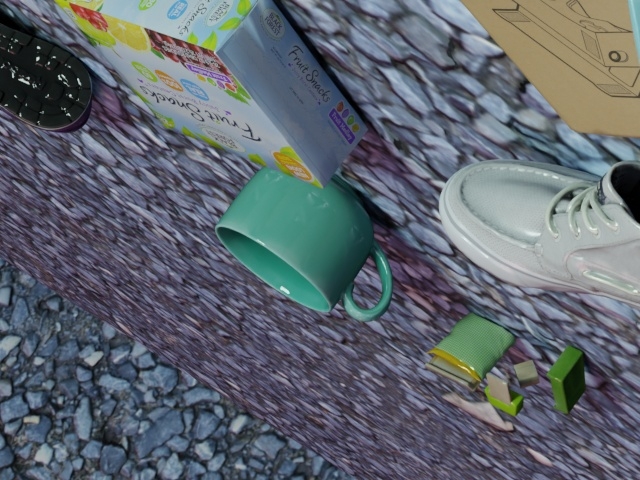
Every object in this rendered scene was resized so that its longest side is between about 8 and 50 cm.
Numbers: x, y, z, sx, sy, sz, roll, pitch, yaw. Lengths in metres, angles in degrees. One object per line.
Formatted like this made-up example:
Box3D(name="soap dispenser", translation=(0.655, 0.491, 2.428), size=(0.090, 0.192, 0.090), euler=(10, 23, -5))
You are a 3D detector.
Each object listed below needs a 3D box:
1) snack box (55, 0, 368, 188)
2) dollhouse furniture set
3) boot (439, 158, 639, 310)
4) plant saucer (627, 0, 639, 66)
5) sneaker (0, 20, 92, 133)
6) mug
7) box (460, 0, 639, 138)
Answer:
Box3D(name="snack box", translation=(-0.087, -0.139, 1.310), size=(0.207, 0.070, 0.174), euler=(25, 162, 42))
Box3D(name="dollhouse furniture set", translation=(0.167, 0.106, 1.524), size=(0.151, 0.076, 0.058), euler=(25, 150, 32))
Box3D(name="boot", translation=(0.185, -0.018, 1.048), size=(0.258, 0.095, 0.123), euler=(20, 154, 26))
Box3D(name="plant saucer", translation=(0.141, -0.127, 0.471), size=(0.043, 0.318, 0.317), euler=(-6, 166, -4))
Box3D(name="sneaker", translation=(-0.367, -0.198, 1.740), size=(0.283, 0.107, 0.124), euler=(36, 172, -1))
Box3D(name="mug", translation=(-0.007, -0.003, 1.513), size=(0.158, 0.097, 0.129), euler=(43, 164, -28))
Box3D(name="box", translation=(0.140, -0.126, 0.911), size=(0.201, 0.021, 0.164), euler=(44, 164, -28))
